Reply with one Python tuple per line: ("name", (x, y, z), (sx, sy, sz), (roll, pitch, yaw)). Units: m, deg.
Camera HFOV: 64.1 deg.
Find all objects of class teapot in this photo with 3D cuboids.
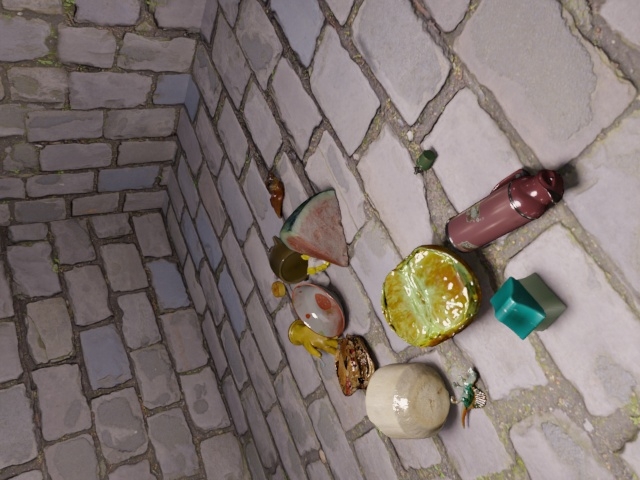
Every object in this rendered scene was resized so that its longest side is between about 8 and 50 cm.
("teapot", (-0.131, 0.079, 2.211), (0.175, 0.186, 0.267), (47, 171, 47))

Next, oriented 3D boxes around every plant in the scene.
("plant", (0.305, -0.224, 1.525), (0.102, 0.051, 0.051), (115, 136, -59))

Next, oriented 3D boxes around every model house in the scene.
("model house", (0.488, 0.160, 1.238), (0.127, 0.149, 0.100), (58, 139, 34))

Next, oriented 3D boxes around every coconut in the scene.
("coconut", (0.268, 0.509, 1.625), (0.266, 0.237, 0.237), (-21, 80, 52))

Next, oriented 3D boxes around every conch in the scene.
("conch", (-0.199, -0.211, 2.334), (0.080, 0.086, 0.232), (-14, 103, 18))

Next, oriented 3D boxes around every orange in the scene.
("orange", (0.323, 0.151, 1.465), (0.262, 0.196, 0.334), (51, 145, 17))

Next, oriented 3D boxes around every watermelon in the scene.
("watermelon", (-0.042, -0.009, 1.970), (0.292, 0.251, 0.283), (67, 152, 26))

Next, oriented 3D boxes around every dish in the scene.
("dish", (0.010, 0.264, 2.069), (0.260, 0.085, 0.260), (23, 131, 28))

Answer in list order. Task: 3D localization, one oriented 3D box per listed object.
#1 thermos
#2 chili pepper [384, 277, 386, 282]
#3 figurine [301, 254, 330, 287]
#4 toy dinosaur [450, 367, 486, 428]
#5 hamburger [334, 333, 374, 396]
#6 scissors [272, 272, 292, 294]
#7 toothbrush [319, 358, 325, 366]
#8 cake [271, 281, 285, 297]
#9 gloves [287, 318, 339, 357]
("thermos", (0.463, -0.082, 1.267), (0.109, 0.136, 0.330), (48, 146, -1))
("chili pepper", (0.247, 0.218, 1.744), (0.059, 0.050, 0.191), (-18, 90, 42))
("figurine", (-0.013, 0.135, 2.123), (0.130, 0.109, 0.178), (33, 147, 44))
("toy dinosaur", (0.442, 0.467, 1.512), (0.106, 0.044, 0.187), (-19, 81, 43))
("hamburger", (0.123, 0.476, 1.950), (0.231, 0.107, 0.230), (176, 90, -74))
("scissors", (-0.167, 0.200, 2.441), (0.100, 0.015, 0.189), (-47, 65, 30))
("toothbrush", (-0.024, 0.512, 2.313), (0.162, 0.014, 0.017), (47, 117, 43))
("cake", (-0.204, 0.239, 2.498), (0.084, 0.044, 0.084), (23, 118, 53))
("gloves", (-0.010, 0.414, 2.190), (0.294, 0.116, 0.133), (1, 106, 52))
